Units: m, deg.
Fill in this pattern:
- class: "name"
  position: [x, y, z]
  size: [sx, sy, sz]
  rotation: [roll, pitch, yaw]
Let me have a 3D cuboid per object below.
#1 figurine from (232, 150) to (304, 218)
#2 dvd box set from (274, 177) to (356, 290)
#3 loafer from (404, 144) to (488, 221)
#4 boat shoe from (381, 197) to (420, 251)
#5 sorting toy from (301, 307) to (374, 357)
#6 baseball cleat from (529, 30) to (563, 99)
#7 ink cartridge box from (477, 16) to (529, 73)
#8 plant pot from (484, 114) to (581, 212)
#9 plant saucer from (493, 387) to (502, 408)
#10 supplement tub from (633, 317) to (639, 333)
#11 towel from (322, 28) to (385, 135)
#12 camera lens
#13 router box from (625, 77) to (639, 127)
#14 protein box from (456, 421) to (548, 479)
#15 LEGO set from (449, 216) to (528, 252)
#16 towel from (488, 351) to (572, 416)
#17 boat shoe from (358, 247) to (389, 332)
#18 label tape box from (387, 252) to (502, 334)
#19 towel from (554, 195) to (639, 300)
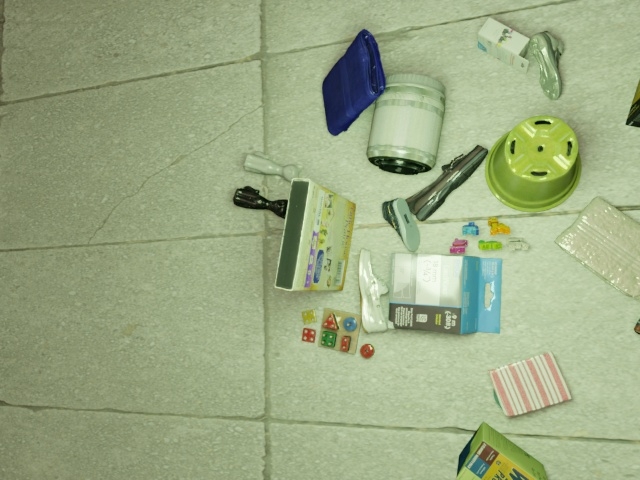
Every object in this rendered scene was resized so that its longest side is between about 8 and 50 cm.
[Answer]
- class: "figurine"
  position: [-0.178, -0.198, 1.775]
  size: [0.210, 0.092, 0.214]
  rotation: [17, 90, 11]
- class: "dvd box set"
  position: [0.000, 0.000, 1.516]
  size: [0.062, 0.420, 0.307]
  rotation: [8, 89, 22]
- class: "loafer"
  position: [0.392, -0.196, 1.574]
  size: [0.302, 0.109, 0.095]
  rotation: [-47, 69, 12]
- class: "boat shoe"
  position: [0.262, -0.051, 1.628]
  size: [0.083, 0.065, 0.183]
  rotation: [-4, 108, 58]
- class: "sorting toy"
  position: [0.052, 0.302, 1.670]
  size: [0.275, 0.046, 0.132]
  rotation: [10, 88, 19]
- class: "baseball cleat"
  position: [0.710, -0.537, 1.514]
  size: [0.110, 0.072, 0.205]
  rotation: [-25, 100, -20]
- class: "ink cartridge box"
  position: [0.582, -0.603, 1.544]
  size: [0.181, 0.104, 0.061]
  rotation: [38, 98, 16]
- class: "plant pot"
  position: [0.616, -0.232, 1.423]
  size: [0.276, 0.254, 0.275]
  rotation: [-1, 86, 18]
- class: "plant saucer"
  position: [0.582, 0.459, 1.496]
  size: [0.120, 0.021, 0.119]
  rotation: [-2, 84, 18]
- class: "supplement tub"
  position: [0.953, 0.188, 1.355]
  size: [0.106, 0.106, 0.197]
  rotation: [29, 94, 18]
- class: "towel"
  position: [0.105, -0.499, 1.617]
  size: [0.076, 0.308, 0.227]
  rotation: [0, 77, -25]
- class: "camera lens"
  position: [0.269, -0.355, 1.564]
  size: [0.220, 0.219, 0.274]
  rotation: [9, 88, 19]
- class: "router box"
  position: [0.924, -0.455, 1.312]
  size: [0.081, 0.309, 0.242]
  rotation: [18, 90, 18]
- class: "protein box"
  position: [0.512, 0.654, 1.408]
  size: [0.201, 0.200, 0.136]
  rotation: [34, 96, 17]
- class: "LEGO set"
  position: [0.513, -0.023, 1.535]
  size: [0.227, 0.093, 0.087]
  rotation: [-2, 116, 13]
- class: "towel"
  position: [0.614, 0.422, 1.465]
  size: [0.197, 0.029, 0.144]
  rotation: [-21, 79, 12]
- class: "boat shoe"
  position: [0.176, 0.160, 1.621]
  size: [0.096, 0.098, 0.276]
  rotation: [-6, 88, 12]
- class: "label tape box"
  position: [0.385, 0.162, 1.542]
  size: [0.334, 0.106, 0.240]
  rotation: [2, 86, 18]
- class: "towel"
  position: [0.854, 0.023, 1.433]
  size: [0.282, 0.049, 0.187]
  rotation: [42, 97, 18]
